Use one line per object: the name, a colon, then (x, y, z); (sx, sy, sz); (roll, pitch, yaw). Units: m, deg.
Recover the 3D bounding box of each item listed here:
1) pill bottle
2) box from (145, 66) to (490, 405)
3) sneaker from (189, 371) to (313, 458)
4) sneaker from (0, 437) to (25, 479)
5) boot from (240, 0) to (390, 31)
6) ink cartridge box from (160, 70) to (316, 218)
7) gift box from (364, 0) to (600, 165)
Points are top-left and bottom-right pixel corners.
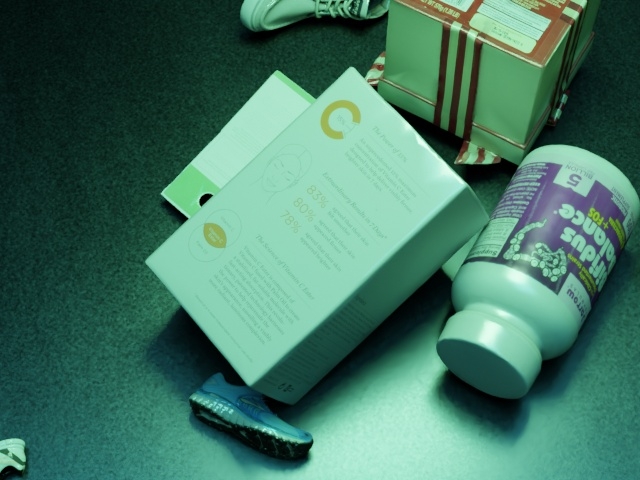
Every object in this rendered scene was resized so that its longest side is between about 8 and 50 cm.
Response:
pill bottle: (0.267, 0.041, 1.767); (0.169, 0.169, 0.301); (26, 65, 13)
box: (0.000, 0.000, 1.726); (0.345, 0.168, 0.215); (-43, 68, 2)
sneaker: (-0.077, 0.207, 1.735); (0.162, 0.063, 0.073); (26, 61, 13)
sneaker: (-0.408, 0.271, 1.709); (0.109, 0.040, 0.043); (-13, 65, -7)
boot: (0.018, -0.354, 2.017); (0.258, 0.095, 0.123); (-37, 61, -19)
ink cartridge box: (-0.071, -0.091, 1.901); (0.171, 0.056, 0.235); (40, 83, 19)
gift box: (0.209, -0.264, 1.880); (0.255, 0.258, 0.276); (32, 67, 16)
